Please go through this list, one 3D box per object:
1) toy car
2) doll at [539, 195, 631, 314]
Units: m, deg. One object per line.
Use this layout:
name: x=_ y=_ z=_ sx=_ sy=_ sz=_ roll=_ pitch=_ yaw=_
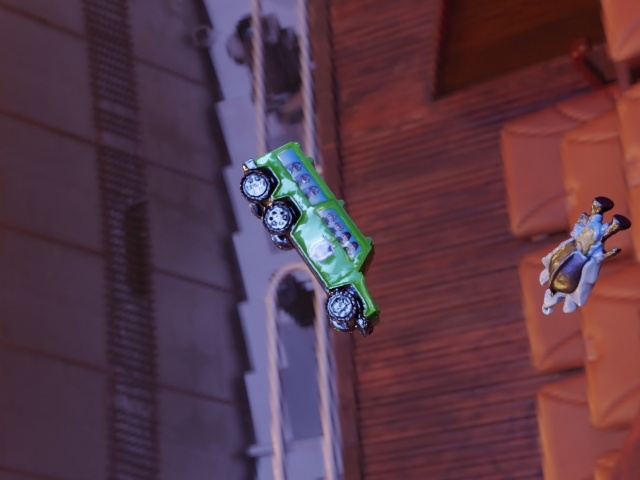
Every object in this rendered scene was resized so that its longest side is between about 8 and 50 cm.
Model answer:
toy car: x=0.000 y=0.000 z=1.009 sx=0.165 sy=0.062 sz=0.071 roll=55 pitch=177 yaw=13
doll: x=0.356 y=0.030 z=1.782 sx=0.070 sy=0.195 sz=0.096 roll=-2 pitch=-137 yaw=-37
